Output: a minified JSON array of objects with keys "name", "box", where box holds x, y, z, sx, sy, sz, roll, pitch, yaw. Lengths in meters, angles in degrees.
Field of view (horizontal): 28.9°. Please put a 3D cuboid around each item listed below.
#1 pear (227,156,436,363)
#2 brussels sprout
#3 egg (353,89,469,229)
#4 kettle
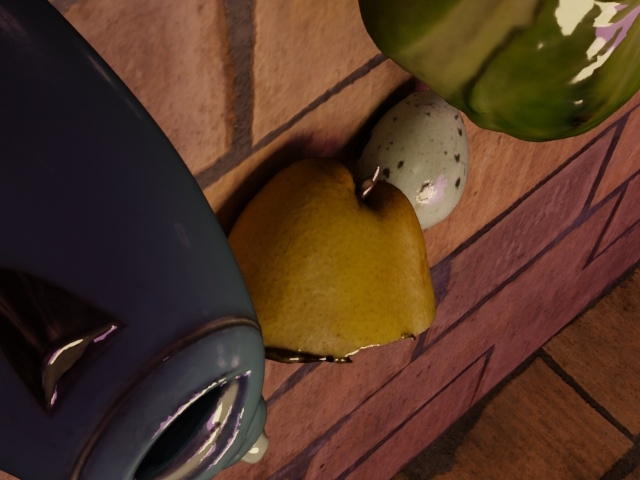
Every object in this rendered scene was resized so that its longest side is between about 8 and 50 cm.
[{"name":"pear","box":[0.001,-0.001,1.304,0.267,0.267,0.178,-19,119,-50]},{"name":"brussels sprout","box":[0.189,-0.240,1.046,0.315,0.276,0.371,-38,167,3]},{"name":"egg","box":[0.104,-0.091,1.405,0.131,0.131,0.164,1,106,-63]},{"name":"kettle","box":[-0.162,0.023,0.785,0.247,0.342,0.319,-48,160,2]}]
